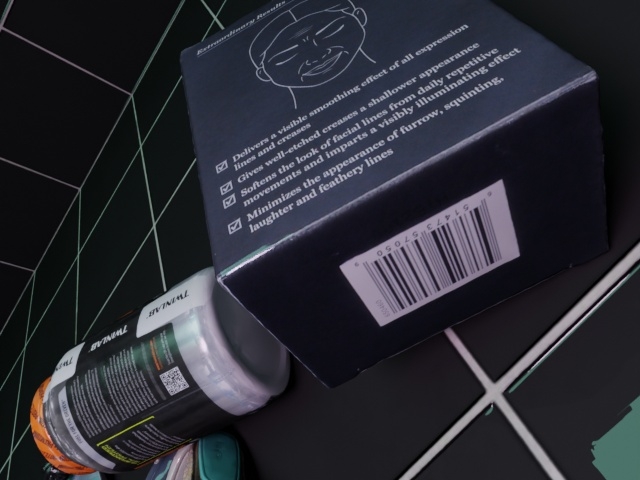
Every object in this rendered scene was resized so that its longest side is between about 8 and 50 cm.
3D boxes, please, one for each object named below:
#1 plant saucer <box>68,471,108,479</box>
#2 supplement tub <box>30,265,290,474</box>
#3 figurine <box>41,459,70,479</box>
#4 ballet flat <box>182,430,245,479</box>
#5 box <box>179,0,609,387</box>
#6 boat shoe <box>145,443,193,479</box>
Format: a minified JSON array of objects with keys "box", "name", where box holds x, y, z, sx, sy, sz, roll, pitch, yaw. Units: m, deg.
[{"box":[-0.495,0.621,1.050,0.317,0.043,0.318,-28,51,40],"name":"plant saucer"},{"box":[-0.230,0.196,0.743,0.338,0.207,0.207,-29,47,15],"name":"supplement tub"},{"box":[-0.558,0.427,1.176,0.215,0.092,0.209,-59,27,8],"name":"figurine"},{"box":[-0.135,0.352,0.639,0.316,0.107,0.106,-146,73,-83],"name":"ballet flat"},{"box":[0.042,-0.107,0.548,0.293,0.212,0.396,-28,45,7],"name":"box"},{"box":[-0.254,0.418,0.811,0.079,0.095,0.255,13,80,52],"name":"boat shoe"}]
